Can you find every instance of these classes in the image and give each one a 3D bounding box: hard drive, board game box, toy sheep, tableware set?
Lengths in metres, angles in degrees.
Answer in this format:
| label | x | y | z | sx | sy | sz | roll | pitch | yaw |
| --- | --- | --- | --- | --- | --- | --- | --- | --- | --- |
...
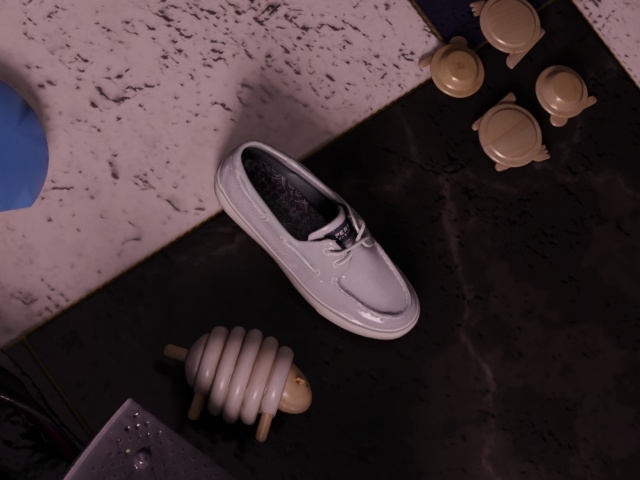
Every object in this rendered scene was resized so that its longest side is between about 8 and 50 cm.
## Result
| label | x | y | z | sx | sy | sz | roll | pitch | yaw |
| --- | --- | --- | --- | --- | --- | --- | --- | --- | --- |
| hard drive | -0.162 | 0.265 | 1.112 | 0.172 | 0.054 | 0.254 | 41 | 65 | -21 |
| board game box | -0.321 | -0.072 | 1.270 | 0.169 | 0.033 | 0.133 | -11 | 71 | -24 |
| toy sheep | -0.070 | 0.115 | 1.249 | 0.132 | 0.091 | 0.091 | 17 | 69 | -4 |
| tableware set | 0.184 | -0.156 | 1.442 | 0.141 | 0.020 | 0.168 | -35 | 85 | -20 |

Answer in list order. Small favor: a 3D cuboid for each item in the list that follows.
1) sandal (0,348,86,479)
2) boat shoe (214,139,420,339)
| label | x | y | z | sx | sy | sz | roll | pitch | yaw |
| --- | --- | --- | --- | --- | --- | --- | --- | --- | --- |
| sandal | -0.260 | 0.172 | 1.163 | 0.446 | 0.107 | 0.167 | 37 | 67 | -2 |
| boat shoe | 0.000 | -0.001 | 1.306 | 0.227 | 0.081 | 0.079 | 42 | 67 | 1 |
